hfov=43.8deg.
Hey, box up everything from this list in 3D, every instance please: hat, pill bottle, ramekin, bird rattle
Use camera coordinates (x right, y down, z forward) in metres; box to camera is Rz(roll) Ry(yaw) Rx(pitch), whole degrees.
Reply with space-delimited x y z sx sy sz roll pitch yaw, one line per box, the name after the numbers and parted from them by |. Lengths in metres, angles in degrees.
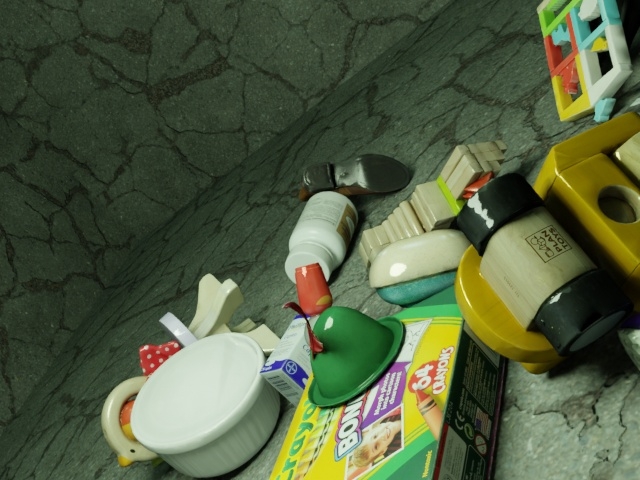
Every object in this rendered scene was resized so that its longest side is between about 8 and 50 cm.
0.000 0.112 1.121 0.208 0.183 0.173 -22 26 53 | hat
0.000 0.000 1.814 0.131 0.131 0.229 -31 21 34 | pill bottle
-0.197 0.306 1.452 0.272 0.127 0.273 -22 31 14 | ramekin
-0.328 0.335 1.568 0.206 0.254 0.143 -16 2 -41 | bird rattle

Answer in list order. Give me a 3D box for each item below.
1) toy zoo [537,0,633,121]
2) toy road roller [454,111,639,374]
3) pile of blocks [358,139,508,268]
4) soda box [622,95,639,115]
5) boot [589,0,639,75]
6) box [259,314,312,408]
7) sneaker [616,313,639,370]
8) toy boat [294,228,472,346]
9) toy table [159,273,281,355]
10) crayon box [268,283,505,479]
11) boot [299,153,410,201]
0.479 -0.349 1.448 0.192 0.030 0.294 130 136 -67 | toy zoo
0.314 0.022 0.959 0.329 0.203 0.241 -26 -27 -17 | toy road roller
0.224 -0.035 1.498 0.362 0.148 0.113 -43 58 33 | pile of blocks
0.564 -0.238 1.262 0.169 0.053 0.060 -45 18 -5 | soda box
0.635 -0.464 1.465 0.260 0.348 0.131 -8 48 -6 | boot
-0.011 0.210 1.361 0.072 0.126 0.137 -25 25 50 | box
0.429 0.090 0.745 0.146 0.102 0.293 -46 22 -21 | sneaker
0.115 0.080 1.293 0.318 0.148 0.267 -15 -3 12 | toy boat
-0.214 0.197 1.688 0.161 0.252 0.274 -42 -17 -16 | toy table
0.086 0.252 1.084 0.313 0.106 0.363 -31 21 35 | crayon box
0.078 -0.133 1.996 0.263 0.096 0.280 -10 -7 -2 | boot
